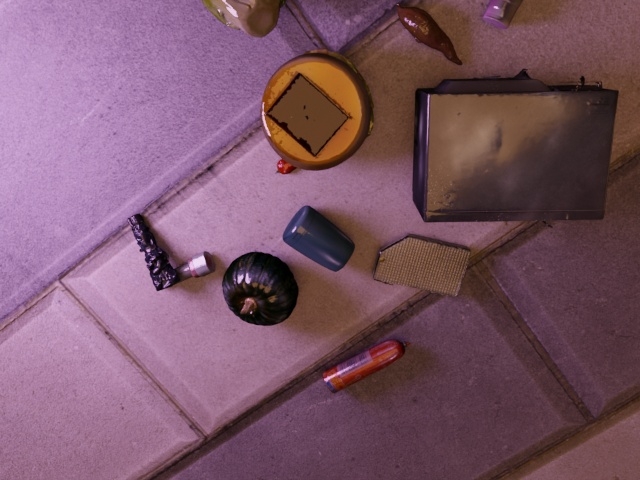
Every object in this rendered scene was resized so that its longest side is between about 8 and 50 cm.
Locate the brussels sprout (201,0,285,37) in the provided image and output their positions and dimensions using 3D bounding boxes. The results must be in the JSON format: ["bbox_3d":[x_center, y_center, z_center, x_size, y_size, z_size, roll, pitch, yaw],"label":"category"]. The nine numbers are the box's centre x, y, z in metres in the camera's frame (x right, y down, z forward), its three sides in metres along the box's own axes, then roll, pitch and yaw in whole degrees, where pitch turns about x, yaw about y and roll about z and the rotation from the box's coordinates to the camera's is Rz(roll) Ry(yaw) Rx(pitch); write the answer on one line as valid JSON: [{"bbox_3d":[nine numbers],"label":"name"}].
[{"bbox_3d":[-0.180,-0.608,1.413,0.219,0.210,0.272,-17,75,-8],"label":"brussels sprout"}]

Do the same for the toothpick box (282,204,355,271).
[{"bbox_3d":[0.000,0.000,1.665,0.184,0.120,0.120,35,105,-12],"label":"toothpick box"}]

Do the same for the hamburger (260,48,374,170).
[{"bbox_3d":[-0.007,-0.320,1.530,0.299,0.176,0.301,1,103,4],"label":"hamburger"}]

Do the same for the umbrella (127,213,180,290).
[{"bbox_3d":[-0.465,0.029,1.687,0.080,0.071,0.224,-28,87,15],"label":"umbrella"}]

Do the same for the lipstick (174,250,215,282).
[{"bbox_3d":[-0.392,0.093,1.738,0.186,0.057,0.063,-22,78,14],"label":"lipstick"}]

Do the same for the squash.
[{"bbox_3d":[-0.164,0.136,1.682,0.218,0.172,0.218,1,106,3],"label":"squash"}]

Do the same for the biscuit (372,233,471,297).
[{"bbox_3d":[0.279,0.064,1.714,0.252,0.052,0.150,11,104,-4],"label":"biscuit"}]

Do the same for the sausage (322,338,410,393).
[{"bbox_3d":[0.140,0.358,1.801,0.274,0.074,0.074,-30,105,9],"label":"sausage"}]

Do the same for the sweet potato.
[{"bbox_3d":[0.274,-0.511,1.525,0.226,0.068,0.068,38,105,-11],"label":"sweet potato"}]

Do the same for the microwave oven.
[{"bbox_3d":[0.458,-0.230,1.520,0.431,0.236,0.375,0,108,1],"label":"microwave oven"}]

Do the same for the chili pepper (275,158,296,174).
[{"bbox_3d":[-0.051,-0.228,1.641,0.178,0.027,0.045,-33,103,8],"label":"chili pepper"}]

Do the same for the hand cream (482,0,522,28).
[{"bbox_3d":[0.495,-0.668,1.471,0.111,0.070,0.313,23,103,-3],"label":"hand cream"}]
